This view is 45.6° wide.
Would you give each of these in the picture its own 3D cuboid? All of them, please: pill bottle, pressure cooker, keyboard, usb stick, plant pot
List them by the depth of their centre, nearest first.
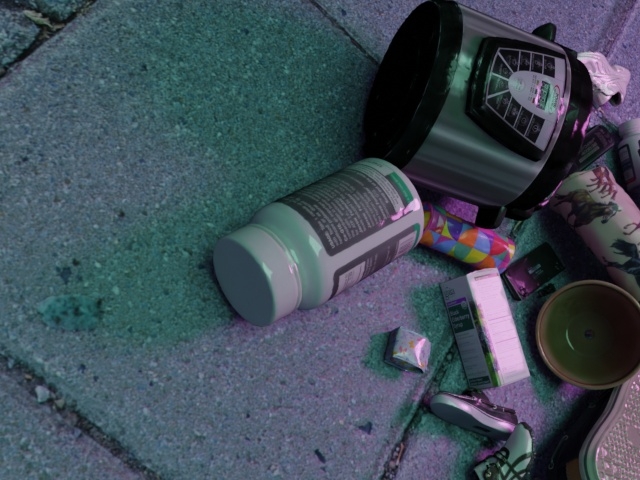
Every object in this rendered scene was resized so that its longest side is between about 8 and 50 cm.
[{"bbox_3d":[0.000,0.000,1.380,0.361,0.204,0.204,-28,89,-34],"label":"pill bottle"},{"bbox_3d":[0.338,-0.257,1.540,0.421,0.369,0.375,18,40,-16],"label":"pressure cooker"},{"bbox_3d":[0.600,0.208,1.691,0.110,0.238,0.237,18,57,-73],"label":"plant pot"},{"bbox_3d":[0.497,0.083,1.754,0.180,0.023,0.108,-28,83,-33],"label":"keyboard"},{"bbox_3d":[0.655,-0.217,1.930,0.278,0.045,0.077,-33,85,-34],"label":"usb stick"},{"bbox_3d":[0.846,-0.225,2.005,0.108,0.108,0.180,2,74,-30],"label":"pill bottle"}]

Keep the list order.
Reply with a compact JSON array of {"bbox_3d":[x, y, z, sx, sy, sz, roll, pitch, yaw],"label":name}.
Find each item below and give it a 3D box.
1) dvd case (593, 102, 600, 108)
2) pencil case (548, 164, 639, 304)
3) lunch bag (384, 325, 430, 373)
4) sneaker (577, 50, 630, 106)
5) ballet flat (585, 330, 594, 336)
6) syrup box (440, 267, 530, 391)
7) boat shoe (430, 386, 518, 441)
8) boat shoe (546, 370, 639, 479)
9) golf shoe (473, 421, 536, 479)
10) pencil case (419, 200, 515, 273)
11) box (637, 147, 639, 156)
[{"bbox_3d":[0.760,-0.420,2.075,0.119,0.013,0.087,-40,96,-34],"label":"dvd case"},{"bbox_3d":[0.698,0.021,1.734,0.410,0.160,0.183,57,17,18],"label":"pencil case"},{"bbox_3d":[0.175,0.220,1.503,0.083,0.053,0.071,22,62,-12],"label":"lunch bag"},{"bbox_3d":[0.725,-0.417,1.996,0.232,0.090,0.115,13,73,-24],"label":"sneaker"},{"bbox_3d":[0.638,0.206,1.785,0.114,0.041,0.041,9,70,-28],"label":"ballet flat"},{"bbox_3d":[0.340,0.184,1.585,0.096,0.093,0.236,-10,80,-32],"label":"syrup box"},{"bbox_3d":[0.315,0.336,1.533,0.229,0.080,0.076,25,57,-23],"label":"boat shoe"},{"bbox_3d":[0.642,0.416,1.658,0.500,0.156,0.186,-26,84,-45],"label":"boat shoe"},{"bbox_3d":[0.354,0.445,1.493,0.094,0.077,0.198,21,88,-11],"label":"golf shoe"},{"bbox_3d":[0.299,-0.001,1.622,0.236,0.104,0.104,24,64,-22],"label":"pencil case"},{"bbox_3d":[0.934,-0.044,1.780,0.318,0.097,0.394,22,45,-27],"label":"box"}]
